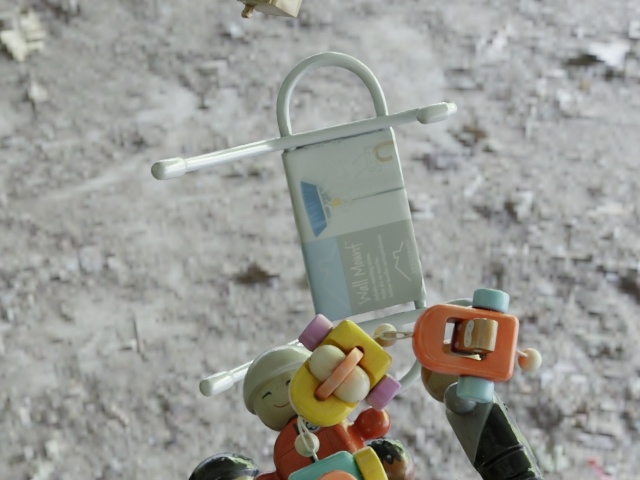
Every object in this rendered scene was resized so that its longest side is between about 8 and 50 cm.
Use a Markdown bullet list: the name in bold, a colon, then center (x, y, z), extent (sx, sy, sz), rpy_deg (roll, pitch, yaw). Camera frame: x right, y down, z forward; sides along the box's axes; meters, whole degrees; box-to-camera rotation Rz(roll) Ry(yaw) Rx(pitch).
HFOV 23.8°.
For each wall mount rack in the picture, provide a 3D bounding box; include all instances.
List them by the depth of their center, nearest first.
- **wall mount rack**: center (0.000, 0.000, 1.449), extent (0.304, 0.350, 0.130), rpy_deg (-13, 6, -13)

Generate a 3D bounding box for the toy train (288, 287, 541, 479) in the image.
- **toy train**: center (0.041, 0.095, 0.757), extent (0.125, 0.046, 0.166), rpy_deg (15, 78, -1)

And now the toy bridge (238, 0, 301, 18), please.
- **toy bridge**: center (-0.014, -0.221, 0.911), extent (0.026, 0.188, 0.063), rpy_deg (23, -5, -43)

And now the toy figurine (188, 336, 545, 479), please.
- **toy figurine**: center (0.028, 0.165, 1.057), extent (0.209, 0.213, 0.148), rpy_deg (-8, 52, -30)
